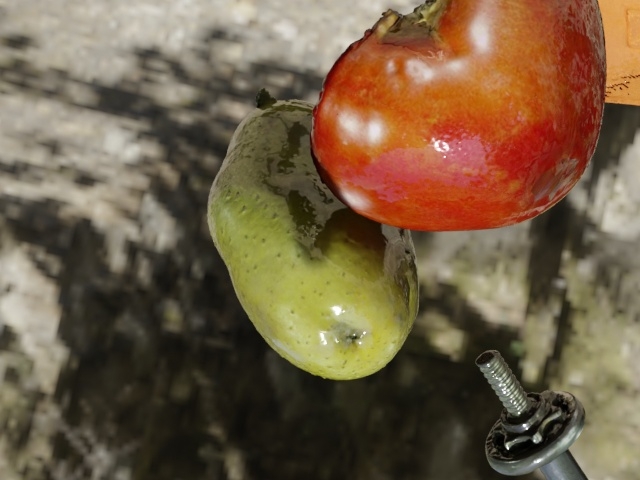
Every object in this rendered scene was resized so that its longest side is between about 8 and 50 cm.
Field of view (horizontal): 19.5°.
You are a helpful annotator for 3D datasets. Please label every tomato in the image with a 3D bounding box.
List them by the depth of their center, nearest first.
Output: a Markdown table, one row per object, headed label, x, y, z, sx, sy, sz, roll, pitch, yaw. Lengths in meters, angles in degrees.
| label | x | y | z | sx | sy | sz | roll | pitch | yaw |
| --- | --- | --- | --- | --- | --- | --- | --- | --- | --- |
| tomato | 0.117 | -0.088 | 1.255 | 0.139 | 0.233 | 0.200 | 45 | 179 | 27 |

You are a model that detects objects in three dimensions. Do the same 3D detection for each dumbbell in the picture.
| label | x | y | z | sx | sy | sz | roll | pitch | yaw |
| --- | --- | --- | --- | --- | --- | --- | --- | --- | --- |
| dumbbell | 0.181 | 0.179 | 1.334 | 0.110 | 0.110 | 0.254 | -3 | 128 | 53 |

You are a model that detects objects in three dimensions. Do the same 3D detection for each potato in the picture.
| label | x | y | z | sx | sy | sz | roll | pitch | yaw |
| --- | --- | --- | --- | --- | --- | --- | --- | --- | --- |
| potato | 0.000 | 0.000 | 1.380 | 0.169 | 0.143 | 0.248 | 30 | -154 | -31 |

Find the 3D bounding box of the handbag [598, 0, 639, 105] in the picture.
| label | x | y | z | sx | sy | sz | roll | pitch | yaw |
| --- | --- | --- | --- | --- | --- | --- | --- | --- | --- |
| handbag | 0.280 | -0.331 | 1.911 | 0.303 | 0.116 | 0.410 | 8 | 136 | 20 |
